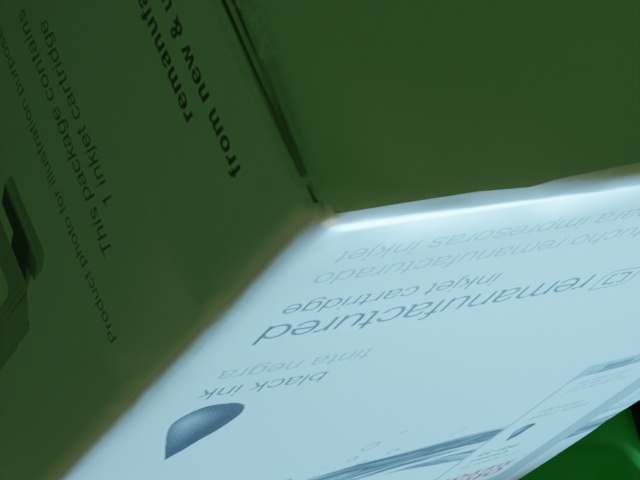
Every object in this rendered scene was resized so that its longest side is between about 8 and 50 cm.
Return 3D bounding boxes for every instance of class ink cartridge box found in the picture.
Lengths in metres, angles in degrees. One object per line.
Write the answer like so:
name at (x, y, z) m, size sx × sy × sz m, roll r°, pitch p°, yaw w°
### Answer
ink cartridge box at (0.000, 0.000, 0.490) m, size 0.207 × 0.117 × 0.283 m, roll -8°, pitch 157°, yaw -34°

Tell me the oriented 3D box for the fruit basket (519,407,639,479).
fruit basket at (-0.075, 0.167, 0.734) m, size 0.392 × 0.392 × 0.283 m, roll -6°, pitch 118°, yaw -37°

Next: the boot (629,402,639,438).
boot at (0.306, 0.109, 1.040) m, size 0.445 × 0.146 × 0.367 m, roll -13°, pitch 170°, yaw -9°
